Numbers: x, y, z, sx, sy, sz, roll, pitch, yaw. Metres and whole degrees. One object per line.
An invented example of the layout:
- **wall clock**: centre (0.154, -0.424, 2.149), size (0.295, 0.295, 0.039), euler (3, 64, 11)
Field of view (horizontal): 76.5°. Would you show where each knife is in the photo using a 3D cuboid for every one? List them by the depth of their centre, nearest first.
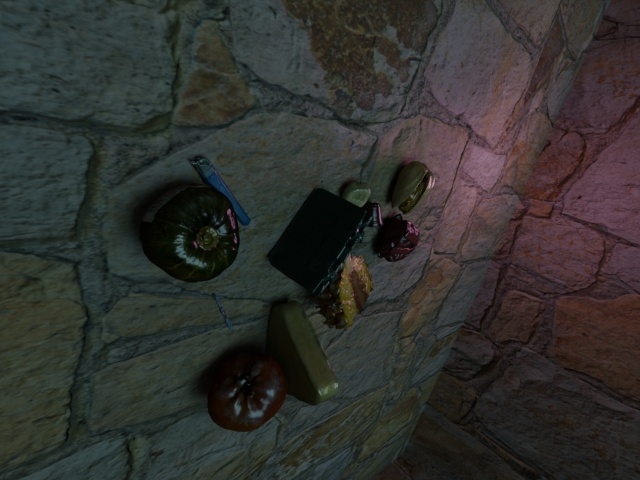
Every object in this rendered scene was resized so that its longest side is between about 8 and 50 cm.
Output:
- **knife**: centre (-0.274, -0.132, 1.151), size (0.044, 0.026, 0.296), euler (-44, 143, -14)

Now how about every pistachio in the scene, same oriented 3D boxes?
- **pistachio**: centre (0.386, -0.224, 1.732), size (0.157, 0.157, 0.229), euler (12, 111, -51)

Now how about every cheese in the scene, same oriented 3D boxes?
- **cheese**: centre (-0.101, 0.402, 1.519), size (0.104, 0.384, 0.383), euler (-11, 122, -35)

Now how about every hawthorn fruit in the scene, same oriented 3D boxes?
- **hawthorn fruit**: centre (-0.250, 0.532, 1.431), size (0.284, 0.284, 0.284), euler (-27, 132, -34)

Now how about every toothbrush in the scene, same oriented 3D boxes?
- **toothbrush**: centre (-0.322, 0.242, 1.353), size (0.013, 0.019, 0.193), euler (-37, 139, -26)

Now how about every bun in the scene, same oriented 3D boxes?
- **bun**: centre (0.130, -0.176, 1.531), size (0.115, 0.069, 0.115), euler (-16, 135, -17)

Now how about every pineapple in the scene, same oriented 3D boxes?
- **pineapple**: centre (0.049, 0.155, 1.621), size (0.344, 0.209, 0.286), euler (-46, 118, -55)

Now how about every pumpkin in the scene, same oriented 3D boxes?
- **pumpkin**: centre (-0.334, -0.014, 1.047), size (0.260, 0.189, 0.260), euler (-2, 92, -49)

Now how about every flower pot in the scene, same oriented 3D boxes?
- **flower pot**: centre (0.203, -0.108, 1.643), size (0.111, 0.111, 0.089), euler (-14, 109, -42)

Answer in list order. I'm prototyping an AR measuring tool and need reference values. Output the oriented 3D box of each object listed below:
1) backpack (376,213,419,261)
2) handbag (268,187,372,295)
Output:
- **backpack**: centre (0.362, 0.002, 1.846), size (0.229, 0.139, 0.229), euler (-26, 132, -33)
- **handbag**: centre (0.000, 0.000, 1.370), size (0.326, 0.238, 0.089), euler (-55, 147, -5)
